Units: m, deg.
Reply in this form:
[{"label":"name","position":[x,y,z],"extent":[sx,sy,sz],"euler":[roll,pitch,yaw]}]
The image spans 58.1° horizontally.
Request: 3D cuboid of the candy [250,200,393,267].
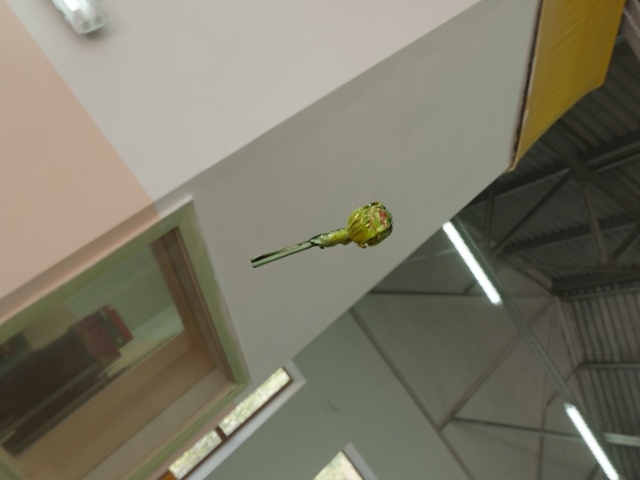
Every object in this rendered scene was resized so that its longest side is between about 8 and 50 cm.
[{"label":"candy","position":[0.001,0.002,1.003],"extent":[0.077,0.261,0.073],"euler":[6,66,-80]}]
